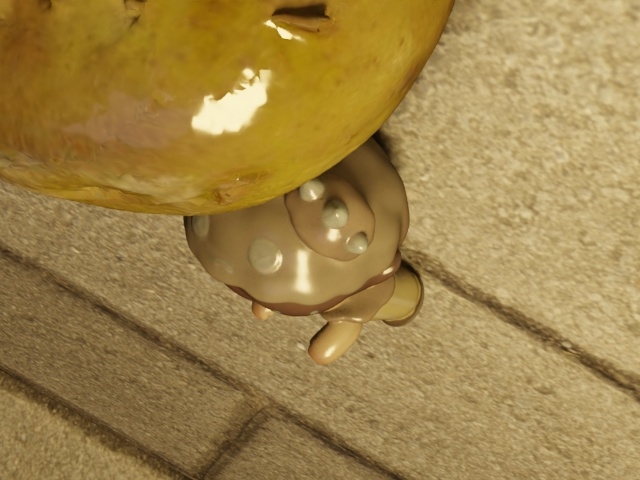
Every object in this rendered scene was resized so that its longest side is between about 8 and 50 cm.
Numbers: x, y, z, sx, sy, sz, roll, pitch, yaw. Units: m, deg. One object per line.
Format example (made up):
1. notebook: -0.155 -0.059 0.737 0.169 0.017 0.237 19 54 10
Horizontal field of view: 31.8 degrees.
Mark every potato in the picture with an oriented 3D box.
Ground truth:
1. potato: -0.140 -0.188 0.834 0.442 0.319 0.385 10 147 27

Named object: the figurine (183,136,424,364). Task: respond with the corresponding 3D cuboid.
1. figurine: 0.000 0.001 1.154 0.248 0.203 0.380 30 169 30
